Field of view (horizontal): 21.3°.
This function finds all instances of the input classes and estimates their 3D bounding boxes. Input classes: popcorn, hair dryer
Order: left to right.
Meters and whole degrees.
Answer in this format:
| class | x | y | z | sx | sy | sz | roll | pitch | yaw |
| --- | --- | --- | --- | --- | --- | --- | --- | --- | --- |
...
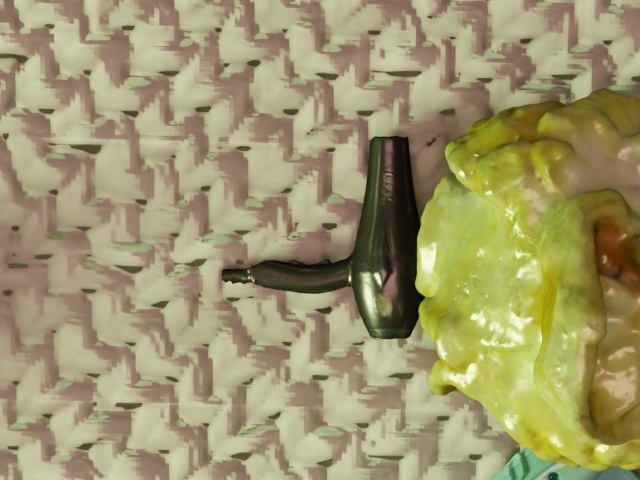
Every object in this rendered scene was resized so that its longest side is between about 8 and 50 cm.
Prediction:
| class | x | y | z | sx | sy | sz | roll | pitch | yaw |
| --- | --- | --- | --- | --- | --- | --- | --- | --- | --- |
| hair dryer | 0.000 | 0.000 | 0.663 | 0.083 | 0.031 | 0.079 | -2 | 91 | 11 |
| popcorn | 0.104 | 0.015 | 0.618 | 0.141 | 0.162 | 0.135 | 14 | 139 | 22 |

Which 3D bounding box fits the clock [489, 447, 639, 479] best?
| class | x | y | z | sx | sy | sz | roll | pitch | yaw |
| --- | --- | --- | --- | --- | --- | --- | --- | --- | --- |
| clock | 0.113 | 0.155 | 0.678 | 0.147 | 0.045 | 0.108 | 42 | 101 | -6 |
